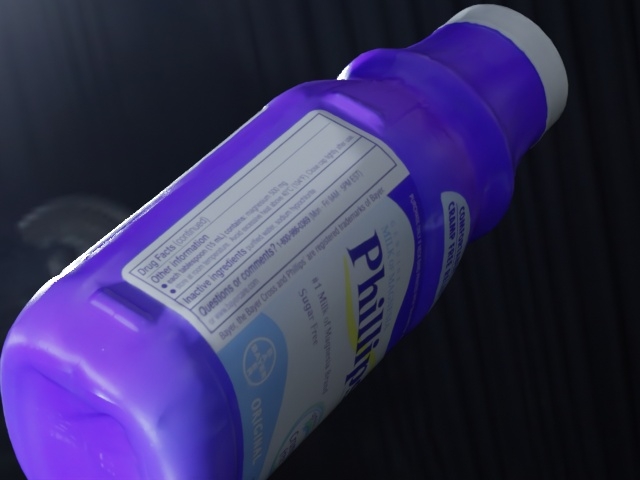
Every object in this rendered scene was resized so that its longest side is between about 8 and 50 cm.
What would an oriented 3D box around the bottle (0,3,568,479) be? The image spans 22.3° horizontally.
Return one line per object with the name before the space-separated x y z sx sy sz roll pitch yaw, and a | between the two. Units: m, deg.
bottle | 0.000 0.000 0.641 0.092 0.118 0.283 29 -131 23
